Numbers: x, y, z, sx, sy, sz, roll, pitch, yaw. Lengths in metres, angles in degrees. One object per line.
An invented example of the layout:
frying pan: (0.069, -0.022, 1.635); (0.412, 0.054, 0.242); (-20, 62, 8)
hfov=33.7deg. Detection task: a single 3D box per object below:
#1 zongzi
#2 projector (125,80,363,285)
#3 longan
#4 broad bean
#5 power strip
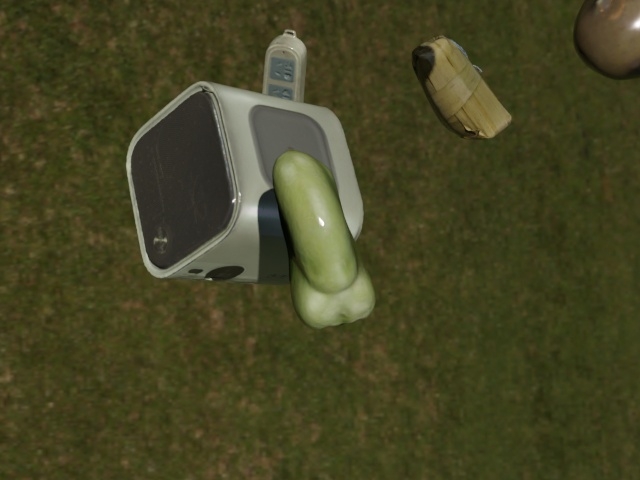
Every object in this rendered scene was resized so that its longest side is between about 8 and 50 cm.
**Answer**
zongzi: (0.250, -0.306, 2.102); (0.228, 0.115, 0.256); (51, -1, -16)
projector: (-0.117, -0.078, 1.605); (0.249, 0.249, 0.248); (5, 63, -43)
longan: (0.565, -0.392, 1.931); (0.220, 0.196, 0.196); (-56, 134, -16)
broad bean: (0.000, 0.000, 1.269); (0.169, 0.100, 0.228); (-116, -167, -61)
power strip: (-0.069, -0.259, 1.958); (0.048, 0.080, 0.286); (-70, 171, -48)
